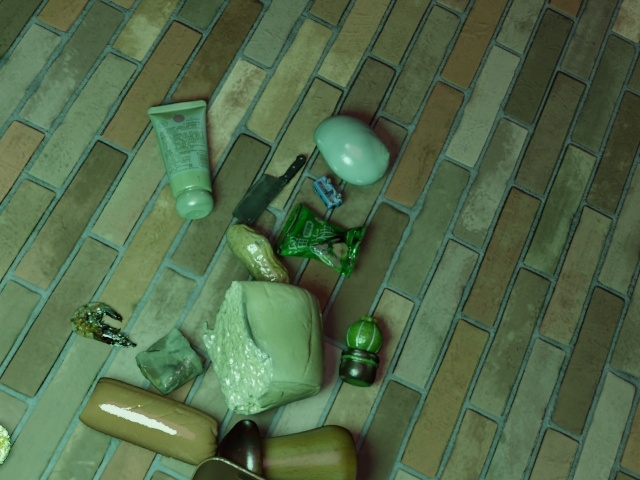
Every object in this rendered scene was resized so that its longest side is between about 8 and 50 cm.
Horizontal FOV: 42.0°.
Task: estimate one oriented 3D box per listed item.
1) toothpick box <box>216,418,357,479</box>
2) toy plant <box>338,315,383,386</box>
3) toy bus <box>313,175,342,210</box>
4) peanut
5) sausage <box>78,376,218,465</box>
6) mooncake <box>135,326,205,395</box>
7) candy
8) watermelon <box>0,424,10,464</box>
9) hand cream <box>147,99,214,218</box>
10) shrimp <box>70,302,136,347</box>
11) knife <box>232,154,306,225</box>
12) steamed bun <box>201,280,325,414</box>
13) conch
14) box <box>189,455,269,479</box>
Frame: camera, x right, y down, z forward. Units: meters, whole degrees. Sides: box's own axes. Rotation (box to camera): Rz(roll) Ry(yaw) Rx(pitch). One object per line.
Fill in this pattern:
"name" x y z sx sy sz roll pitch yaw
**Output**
"toothpick box" -0.077 0.483 1.813 0.294 0.192 0.192 1 72 -15
"toy plant" 0.098 0.258 1.968 0.093 0.093 0.162 15 67 -5
"toy bus" 0.018 -0.118 2.104 0.046 0.038 0.083 -31 78 -13
"peanut" -0.148 0.044 1.993 0.099 0.099 0.214 -30 84 -18
"sausage" -0.364 0.396 1.821 0.304 0.121 0.121 21 69 -4
"mooncake" -0.337 0.280 1.877 0.125 0.073 0.130 -35 51 -16
"candy" -0.001 0.003 2.043 0.203 0.078 0.141 20 58 9
"watermelon" -0.711 0.437 1.775 0.105 0.062 0.105 2 79 -12
"hand cream" -0.330 -0.203 2.042 0.147 0.093 0.306 -10 72 -8
"shrimp" -0.490 0.195 1.911 0.161 0.034 0.091 24 69 -1
"knife" -0.128 -0.137 2.087 0.072 0.019 0.245 30 63 21
"steamed bun" -0.111 0.227 1.848 0.273 0.272 0.290 -8 77 -13
"conch" 0.085 -0.243 2.129 0.221 0.121 0.185 46 41 11
"box" -0.207 0.635 1.597 0.239 0.229 0.339 26 96 1
